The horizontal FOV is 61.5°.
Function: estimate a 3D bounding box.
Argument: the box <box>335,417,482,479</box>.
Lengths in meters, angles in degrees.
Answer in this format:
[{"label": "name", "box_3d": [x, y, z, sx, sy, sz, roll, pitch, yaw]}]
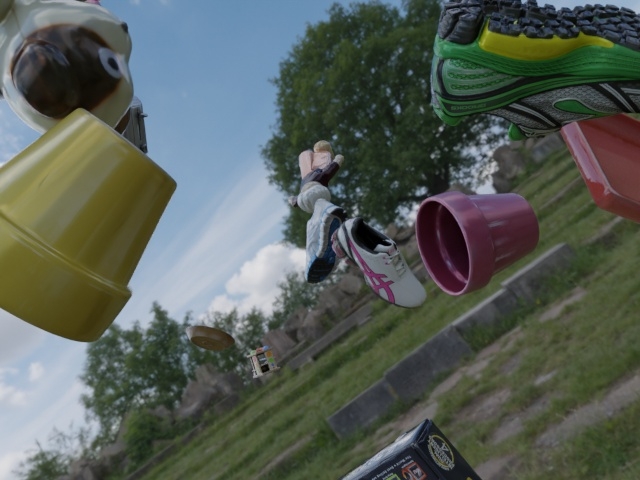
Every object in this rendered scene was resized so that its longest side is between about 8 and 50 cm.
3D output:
[{"label": "box", "box_3d": [0.152, 0.549, 0.962, 0.395, 0.318, 0.097, -45, -9, 30]}]

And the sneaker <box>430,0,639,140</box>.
[{"label": "sneaker", "box_3d": [0.292, -0.191, 0.632, 0.344, 0.134, 0.146, 6, -45, -5]}]

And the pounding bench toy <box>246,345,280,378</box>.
[{"label": "pounding bench toy", "box_3d": [-0.149, 0.300, 1.329, 0.052, 0.065, 0.083, -12, -12, -38]}]

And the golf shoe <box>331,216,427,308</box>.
[{"label": "golf shoe", "box_3d": [0.101, 0.039, 0.857, 0.067, 0.186, 0.086, -51, 3, -29]}]

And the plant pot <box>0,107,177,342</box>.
[{"label": "plant pot", "box_3d": [-0.329, -0.033, 0.720, 0.239, 0.254, 0.254, -53, -10, -9]}]

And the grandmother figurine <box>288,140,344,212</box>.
[{"label": "grandmother figurine", "box_3d": [-0.021, -0.172, 1.552, 0.207, 0.104, 0.342, -51, 17, 22]}]

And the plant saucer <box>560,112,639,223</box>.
[{"label": "plant saucer", "box_3d": [0.462, -0.099, 0.777, 0.259, 0.259, 0.047, -88, 21, -43]}]

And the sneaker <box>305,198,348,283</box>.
[{"label": "sneaker", "box_3d": [0.000, 0.000, 1.108, 0.071, 0.083, 0.190, -4, -57, -34]}]

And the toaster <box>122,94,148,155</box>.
[{"label": "toaster", "box_3d": [-0.499, -0.258, 1.201, 0.129, 0.227, 0.146, -70, -13, -72]}]

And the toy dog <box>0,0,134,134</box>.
[{"label": "toy dog", "box_3d": [-0.476, -0.301, 0.808, 0.284, 0.408, 0.395, 83, -148, -77]}]

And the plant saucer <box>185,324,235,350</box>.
[{"label": "plant saucer", "box_3d": [-0.184, 0.165, 0.891, 0.083, 0.084, 0.015, 126, 159, -55]}]

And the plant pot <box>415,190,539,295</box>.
[{"label": "plant pot", "box_3d": [0.313, -0.010, 1.055, 0.180, 0.201, 0.201, -15, -18, -15]}]
